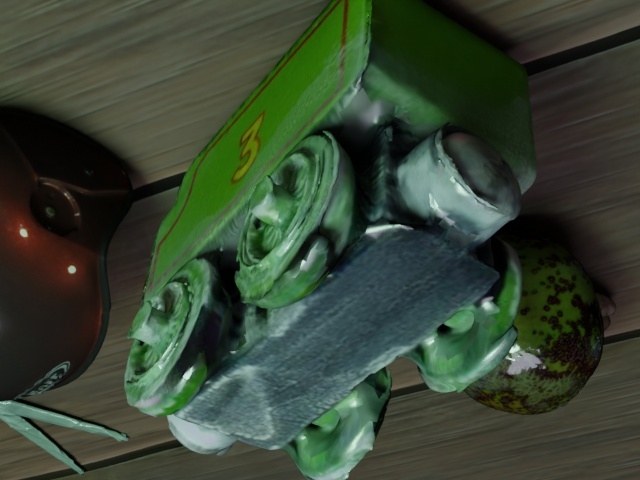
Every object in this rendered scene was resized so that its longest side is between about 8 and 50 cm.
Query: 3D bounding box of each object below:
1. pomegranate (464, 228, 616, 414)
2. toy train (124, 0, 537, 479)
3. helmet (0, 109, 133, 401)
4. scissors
[{"bbox_3d":[0.155,0.065,0.884,0.125,0.138,0.163,-29,157,17],"label":"pomegranate"},{"bbox_3d":[0.000,0.000,0.741,0.173,0.249,0.307,27,131,-23],"label":"toy train"},{"bbox_3d":[-0.243,0.012,0.835,0.189,0.193,0.216,-35,79,31],"label":"helmet"},{"bbox_3d":[-0.303,0.150,1.077,0.247,0.017,0.144,33,128,-25],"label":"scissors"}]
